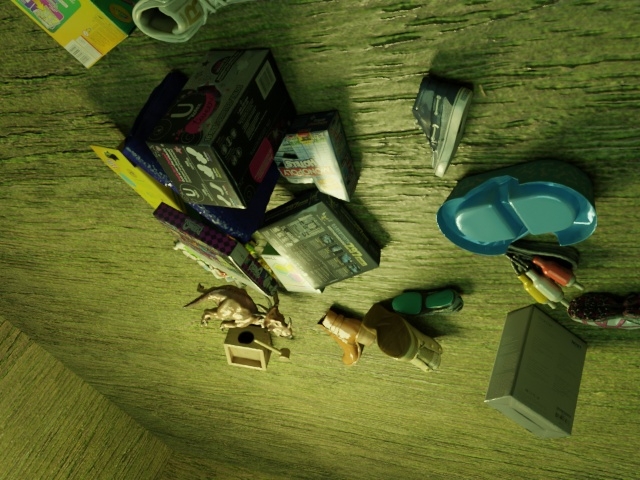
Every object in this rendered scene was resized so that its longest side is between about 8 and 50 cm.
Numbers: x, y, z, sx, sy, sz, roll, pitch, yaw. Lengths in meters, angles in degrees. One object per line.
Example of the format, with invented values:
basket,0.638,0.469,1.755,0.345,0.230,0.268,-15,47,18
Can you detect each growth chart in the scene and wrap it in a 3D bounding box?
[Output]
growth chart,-0.284,0.060,1.961,0.237,0.021,0.172,35,148,-16

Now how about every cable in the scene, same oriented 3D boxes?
cable,0.391,0.034,1.415,0.287,0.072,0.139,28,143,-5

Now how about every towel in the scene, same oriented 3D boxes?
towel,-0.229,-0.157,1.402,0.308,0.228,0.076,39,139,-25

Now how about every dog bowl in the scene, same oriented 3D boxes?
dog bowl,0.354,-0.061,1.294,0.297,0.074,0.166,-12,133,43

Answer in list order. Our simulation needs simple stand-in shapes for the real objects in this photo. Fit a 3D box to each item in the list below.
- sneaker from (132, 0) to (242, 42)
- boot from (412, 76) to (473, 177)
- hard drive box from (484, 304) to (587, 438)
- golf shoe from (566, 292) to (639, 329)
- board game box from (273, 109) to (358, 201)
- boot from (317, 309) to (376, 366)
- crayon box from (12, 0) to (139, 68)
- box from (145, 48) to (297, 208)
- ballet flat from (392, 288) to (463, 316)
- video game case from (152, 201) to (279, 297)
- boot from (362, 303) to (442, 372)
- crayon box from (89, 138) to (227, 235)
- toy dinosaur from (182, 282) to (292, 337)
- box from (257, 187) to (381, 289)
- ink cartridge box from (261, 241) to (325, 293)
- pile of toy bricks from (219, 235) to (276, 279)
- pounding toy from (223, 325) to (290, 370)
sneaker,-0.153,-0.373,1.087,0.292,0.169,0.108,0,139,32
boot,0.198,-0.195,1.221,0.086,0.069,0.190,24,141,14
hard drive box,0.483,0.292,1.583,0.181,0.232,0.089,35,148,-15
golf shoe,0.601,0.155,1.456,0.186,0.068,0.086,-2,141,36
board game box,-0.015,-0.159,1.414,0.194,0.060,0.194,-1,140,35
boot,0.058,0.268,1.993,0.152,0.073,0.197,25,137,-4
crayon box,-0.465,-0.453,1.260,0.165,0.081,0.278,-15,131,46
box,-0.171,-0.204,1.272,0.142,0.247,0.163,5,143,26
ballet flat,0.259,0.155,1.698,0.188,0.070,0.070,-7,137,46
video game case,-0.219,0.021,1.509,0.232,0.042,0.210,26,165,32
boot,0.228,0.265,1.769,0.203,0.095,0.262,35,179,-19
crayon box,-0.356,-0.128,1.618,0.202,0.081,0.318,16,154,53
toy dinosaur,-0.220,0.174,1.941,0.200,0.127,0.295,-14,151,42
box,0.000,0.000,1.600,0.183,0.059,0.233,-22,128,30
ink cartridge box,-0.071,0.044,1.751,0.109,0.062,0.209,2,142,32
pile of toy bricks,-0.218,0.053,1.822,0.212,0.105,0.118,39,146,-23
pounding toy,-0.188,0.320,2.223,0.206,0.094,0.181,8,141,9
